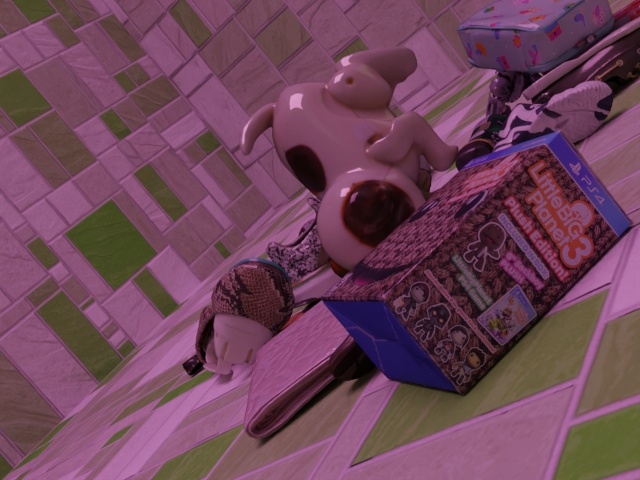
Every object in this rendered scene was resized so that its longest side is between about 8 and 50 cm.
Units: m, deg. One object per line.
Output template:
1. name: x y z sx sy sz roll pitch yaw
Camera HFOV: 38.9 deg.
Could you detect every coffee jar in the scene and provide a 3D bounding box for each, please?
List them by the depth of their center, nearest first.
1. coffee jar: 0.316 -0.164 1.704 0.079 0.096 0.184 -30 12 34

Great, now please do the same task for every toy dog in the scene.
1. toy dog: 0.072 -0.133 1.709 0.395 0.408 0.284 0 -37 -23

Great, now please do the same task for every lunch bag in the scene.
1. lunch bag: 0.430 -0.424 1.795 0.224 0.108 0.279 -33 27 -20

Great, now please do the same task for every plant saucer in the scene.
1. plant saucer: -0.062 0.173 1.859 0.083 0.013 0.083 -38 8 7

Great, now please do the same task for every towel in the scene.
1. towel: 0.014 0.157 1.451 0.317 0.053 0.332 -38 8 6

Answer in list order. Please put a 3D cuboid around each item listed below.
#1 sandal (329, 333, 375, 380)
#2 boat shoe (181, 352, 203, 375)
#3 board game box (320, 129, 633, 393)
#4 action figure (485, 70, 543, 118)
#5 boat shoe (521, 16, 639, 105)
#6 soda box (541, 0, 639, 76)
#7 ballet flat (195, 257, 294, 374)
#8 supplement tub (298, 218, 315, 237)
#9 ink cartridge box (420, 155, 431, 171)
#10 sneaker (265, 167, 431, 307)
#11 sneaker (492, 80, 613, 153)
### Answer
1. sandal: 0.092 0.103 1.246 0.219 0.090 0.060 -45 42 6
2. boat shoe: -0.273 0.274 2.178 0.133 0.042 0.049 -37 -17 8
3. board game box: 0.178 0.027 1.092 0.291 0.141 0.232 -42 8 -16
4. action figure: 0.450 -0.355 2.004 0.285 0.099 0.185 -32 -27 -50
5. boat shoe: 0.518 -0.317 1.644 0.305 0.091 0.109 -32 0 8
6. soda box: 0.578 -0.394 1.836 0.263 0.083 0.092 -29 14 51
7. ballet flat: -0.169 0.184 1.845 0.483 0.164 0.182 136 154 -67
8. supplement tub: 0.000 0.000 2.222 0.106 0.106 0.198 -39 7 -1
9. ink cartridge box: 0.151 -0.176 2.277 0.212 0.093 0.154 -8 23 26
10. sneaker: 0.057 -0.041 1.899 0.410 0.182 0.158 -40 8 -9
11. sneaker: 0.394 -0.215 1.575 0.235 0.094 0.153 -46 19 31
